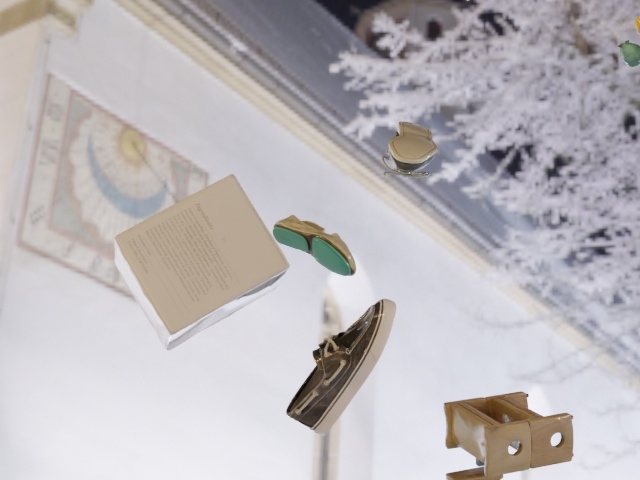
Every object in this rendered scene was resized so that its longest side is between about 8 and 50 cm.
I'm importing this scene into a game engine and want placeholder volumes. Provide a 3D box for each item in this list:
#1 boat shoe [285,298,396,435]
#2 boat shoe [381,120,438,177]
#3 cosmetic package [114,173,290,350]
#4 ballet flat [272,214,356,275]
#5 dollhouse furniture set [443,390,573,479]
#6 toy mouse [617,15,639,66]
[{"bbox_3d":[0.035,0.226,2.091,0.102,0.108,0.301,28,-71,-12],"label":"boat shoe"},{"bbox_3d":[0.164,-0.161,2.087,0.095,0.079,0.254,12,19,-3],"label":"boat shoe"},{"bbox_3d":[-0.163,0.032,1.498,0.184,0.151,0.151,-30,-7,-15],"label":"cosmetic package"},{"bbox_3d":[0.000,0.000,1.654,0.168,0.052,0.057,28,-42,34],"label":"ballet flat"},{"bbox_3d":[0.253,0.313,1.489,0.129,0.183,0.129,-6,9,-18],"label":"dollhouse furniture set"},{"bbox_3d":[0.575,-0.344,1.936,0.161,0.143,0.031,0,-33,39],"label":"toy mouse"}]
